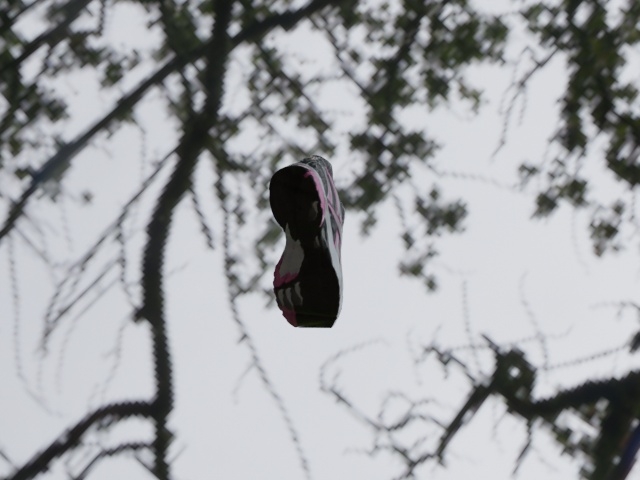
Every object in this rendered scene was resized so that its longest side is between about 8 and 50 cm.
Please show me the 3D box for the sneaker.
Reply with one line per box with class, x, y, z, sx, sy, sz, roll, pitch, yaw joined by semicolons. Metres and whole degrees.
sneaker;0.000;0.000;1.582;0.072;0.077;0.178;11;-62;21
